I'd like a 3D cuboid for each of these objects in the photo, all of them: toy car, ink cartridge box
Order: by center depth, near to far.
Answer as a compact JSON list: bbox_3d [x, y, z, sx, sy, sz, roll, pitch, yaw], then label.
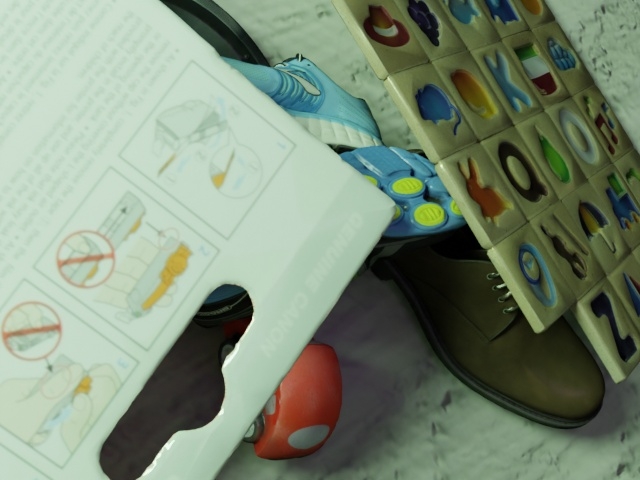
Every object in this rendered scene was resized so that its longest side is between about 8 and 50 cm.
[{"bbox_3d":[-0.197,-0.014,0.624,0.385,0.091,0.308,38,76,-12],"label":"ink cartridge box"},{"bbox_3d":[0.023,0.166,0.702,0.225,0.053,0.239,33,47,-22],"label":"toy car"}]

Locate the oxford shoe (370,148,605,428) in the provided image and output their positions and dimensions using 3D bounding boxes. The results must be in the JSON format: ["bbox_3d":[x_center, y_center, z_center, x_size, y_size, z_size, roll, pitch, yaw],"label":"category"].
[{"bbox_3d":[0.111,0.034,0.784,0.227,0.096,0.083,45,59,-7],"label":"oxford shoe"}]

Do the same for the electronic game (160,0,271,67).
[{"bbox_3d":[-0.113,-0.062,0.735,0.229,0.048,0.229,9,72,-30],"label":"electronic game"}]

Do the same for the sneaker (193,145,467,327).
[{"bbox_3d":[0.000,0.000,0.714,0.188,0.078,0.067,-20,62,-17],"label":"sneaker"}]

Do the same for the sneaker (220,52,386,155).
[{"bbox_3d":[-0.032,-0.082,0.740,0.162,0.063,0.073,21,47,-31],"label":"sneaker"}]

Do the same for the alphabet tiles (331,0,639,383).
[{"bbox_3d":[0.136,-0.081,0.811,0.343,0.011,0.285,59,35,2],"label":"alphabet tiles"}]
